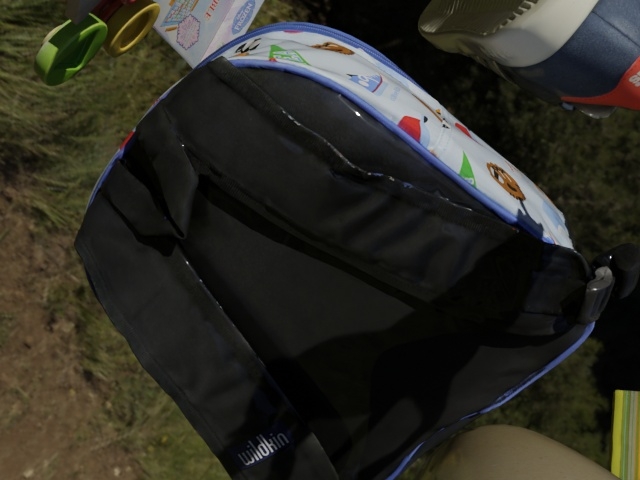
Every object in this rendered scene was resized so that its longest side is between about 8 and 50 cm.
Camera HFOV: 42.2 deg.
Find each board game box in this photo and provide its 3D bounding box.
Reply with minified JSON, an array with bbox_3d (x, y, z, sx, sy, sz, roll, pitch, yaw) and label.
[{"bbox_3d":[-0.210,-0.511,1.491,0.066,0.318,0.319,5,126,-53],"label":"board game box"}]

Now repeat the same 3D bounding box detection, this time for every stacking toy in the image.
[{"bbox_3d":[-0.352,-0.396,1.274,0.279,0.130,0.309,-48,-178,-42],"label":"stacking toy"}]

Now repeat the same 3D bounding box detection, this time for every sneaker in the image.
[{"bbox_3d":[0.183,-0.174,0.674,0.131,0.148,0.350,-55,-165,19],"label":"sneaker"}]

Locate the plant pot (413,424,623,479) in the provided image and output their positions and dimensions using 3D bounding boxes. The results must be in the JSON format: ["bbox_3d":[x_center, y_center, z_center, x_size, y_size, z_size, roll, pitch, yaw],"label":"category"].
[{"bbox_3d":[0.131,0.233,0.504,0.274,0.256,0.257,-79,-166,-75],"label":"plant pot"}]

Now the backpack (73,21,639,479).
[{"bbox_3d":[0.000,0.000,0.517,0.276,0.263,0.213,-45,-162,20],"label":"backpack"}]

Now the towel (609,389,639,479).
[{"bbox_3d":[0.415,0.212,0.829,0.021,0.237,0.102,30,64,-64],"label":"towel"}]
